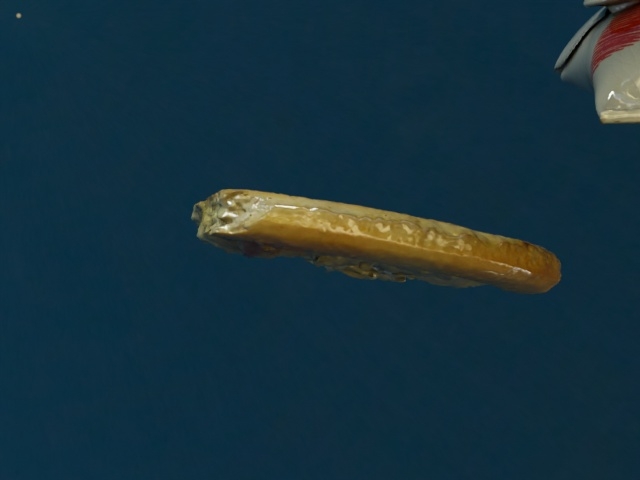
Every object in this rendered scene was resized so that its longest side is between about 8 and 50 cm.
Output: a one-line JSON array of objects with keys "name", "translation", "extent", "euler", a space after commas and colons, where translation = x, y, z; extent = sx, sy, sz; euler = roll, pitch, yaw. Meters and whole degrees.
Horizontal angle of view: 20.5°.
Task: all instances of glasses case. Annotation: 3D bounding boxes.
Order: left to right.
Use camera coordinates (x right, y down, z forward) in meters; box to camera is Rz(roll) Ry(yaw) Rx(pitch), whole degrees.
[{"name": "glasses case", "translation": [0.211, -0.129, 1.089], "extent": [0.128, 0.308, 0.083], "euler": [-19, -82, 5]}]

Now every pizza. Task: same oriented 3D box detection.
[{"name": "pizza", "translation": [0.000, 0.000, 0.986], "extent": [0.181, 0.262, 0.034], "euler": [11, -93, -33]}]
